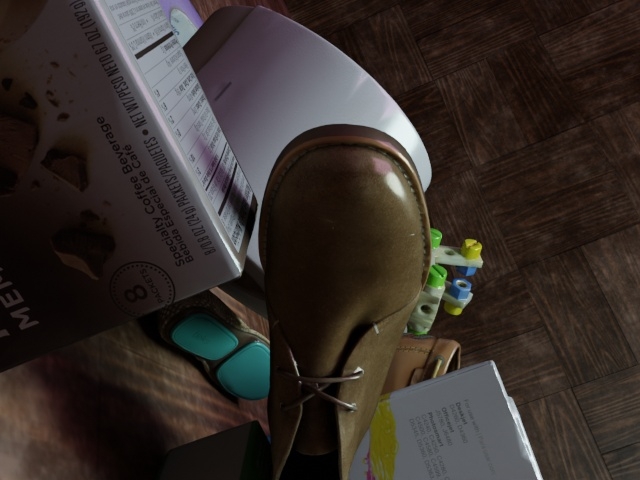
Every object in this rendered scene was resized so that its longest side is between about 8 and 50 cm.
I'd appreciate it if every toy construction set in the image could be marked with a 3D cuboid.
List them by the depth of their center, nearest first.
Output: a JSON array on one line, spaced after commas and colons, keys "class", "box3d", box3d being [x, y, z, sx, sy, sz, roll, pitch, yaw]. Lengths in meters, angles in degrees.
[{"class": "toy construction set", "box3d": [0.066, 0.044, 1.089, 0.215, 0.327, 0.151, -51, 143, -53]}]

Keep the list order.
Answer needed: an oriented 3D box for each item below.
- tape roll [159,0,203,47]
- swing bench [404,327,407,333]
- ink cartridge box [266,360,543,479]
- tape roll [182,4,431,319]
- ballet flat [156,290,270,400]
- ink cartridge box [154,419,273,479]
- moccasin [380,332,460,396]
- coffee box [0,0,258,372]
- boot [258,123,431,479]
[{"class": "tape roll", "box3d": [-0.164, -0.164, 0.837, 0.275, 0.090, 0.275, -21, 90, -80]}, {"class": "swing bench", "box3d": [0.151, 0.306, 1.374, 0.255, 0.165, 0.253, 58, 13, -24]}, {"class": "ink cartridge box", "box3d": [0.083, 0.255, 0.718, 0.198, 0.270, 0.197, 36, 33, -73]}, {"class": "tape roll", "box3d": [-0.051, -0.053, 0.622, 0.246, 0.169, 0.246, 34, -16, 11]}, {"class": "ballet flat", "box3d": [-0.097, 0.093, 0.706, 0.067, 0.073, 0.206, 57, -3, 36]}, {"class": "ink cartridge box", "box3d": [-0.046, 0.264, 0.519, 0.153, 0.087, 0.208, -86, 153, -71]}, {"class": "moccasin", "box3d": [0.133, 0.318, 0.972, 0.139, 0.147, 0.380, 21, 74, -63]}, {"class": "coffee box", "box3d": [-0.171, -0.096, 0.381, 0.119, 0.168, 0.297, -91, 158, -67]}, {"class": "boot", "box3d": [0.010, 0.070, 0.465, 0.115, 0.112, 0.305, -84, 179, -48]}]
